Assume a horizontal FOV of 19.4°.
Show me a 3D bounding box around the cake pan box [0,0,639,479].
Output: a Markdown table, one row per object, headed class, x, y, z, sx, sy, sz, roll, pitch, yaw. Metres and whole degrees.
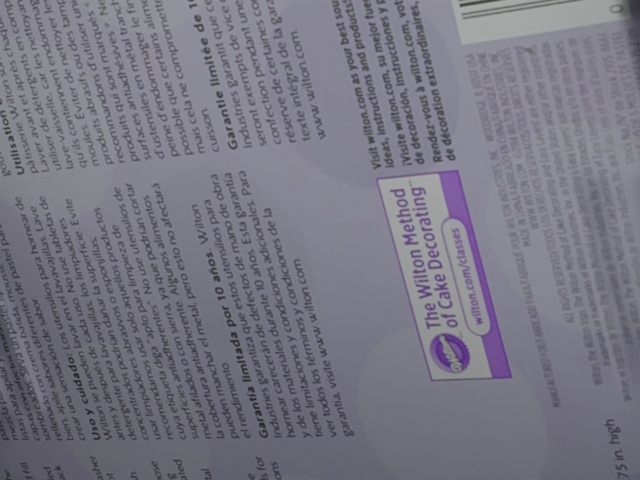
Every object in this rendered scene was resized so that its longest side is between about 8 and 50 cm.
| class | x | y | z | sx | sy | sz | roll | pitch | yaw |
| --- | --- | --- | --- | --- | --- | --- | --- | --- | --- |
| cake pan box | 0.000 | 0.000 | 0.496 | 0.246 | 0.070 | 0.266 | -7 | 109 | 31 |
